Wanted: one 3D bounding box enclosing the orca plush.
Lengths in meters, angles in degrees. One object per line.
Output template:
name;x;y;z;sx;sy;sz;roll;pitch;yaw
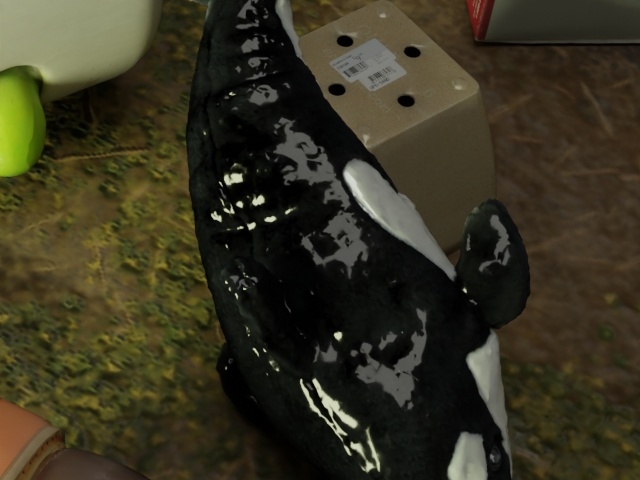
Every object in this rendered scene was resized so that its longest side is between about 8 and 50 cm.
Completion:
orca plush;0.000;0.000;0.667;0.151;0.102;0.287;-9;89;22

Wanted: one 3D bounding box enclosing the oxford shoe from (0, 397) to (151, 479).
oxford shoe;-0.137;0.216;0.537;0.133;0.130;0.363;23;53;3

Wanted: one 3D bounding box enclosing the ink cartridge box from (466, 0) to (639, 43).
ink cartridge box;0.142;-0.217;0.909;0.127;0.128;0.176;-2;51;-8

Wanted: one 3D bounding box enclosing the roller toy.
roller toy;-0.166;-0.158;0.779;0.146;0.209;0.191;-23;44;-24

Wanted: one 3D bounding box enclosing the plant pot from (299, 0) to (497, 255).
plant pot;0.021;-0.049;0.781;0.109;0.096;0.109;-29;61;-26
